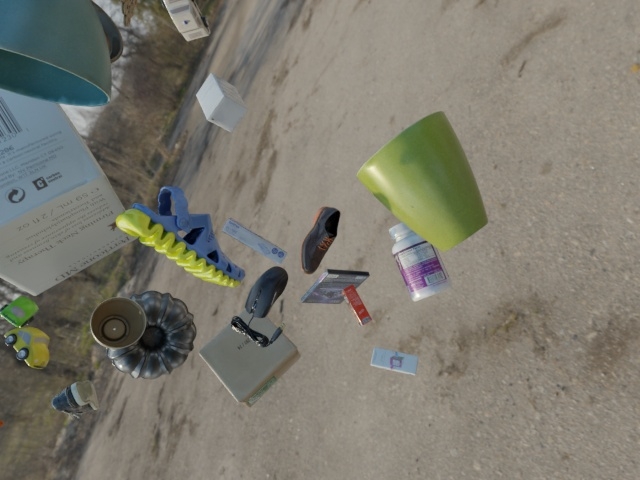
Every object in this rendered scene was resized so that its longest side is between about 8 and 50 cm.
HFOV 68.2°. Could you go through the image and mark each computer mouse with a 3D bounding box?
[{"bbox_3d":[-0.175,0.215,1.551,0.184,0.060,0.262,33,84,27],"label":"computer mouse"}]

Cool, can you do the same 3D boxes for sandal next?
[{"bbox_3d":[-0.275,-0.005,1.038,0.126,0.317,0.138,4,60,43],"label":"sandal"}]

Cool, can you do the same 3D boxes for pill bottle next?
[{"bbox_3d":[0.383,0.073,1.860,0.169,0.169,0.302,-34,73,49],"label":"pill bottle"}]

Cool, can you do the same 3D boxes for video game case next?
[{"bbox_3d":[0.059,0.200,2.008,0.274,0.196,0.026,-51,42,49],"label":"video game case"}]

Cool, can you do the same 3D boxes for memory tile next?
[{"bbox_3d":[-0.502,-0.648,1.233,0.148,0.012,0.113,113,163,-59],"label":"memory tile"}]

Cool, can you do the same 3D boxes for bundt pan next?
[{"bbox_3d":[-0.606,0.347,1.703,0.124,0.330,0.331,-6,63,68],"label":"bundt pan"}]

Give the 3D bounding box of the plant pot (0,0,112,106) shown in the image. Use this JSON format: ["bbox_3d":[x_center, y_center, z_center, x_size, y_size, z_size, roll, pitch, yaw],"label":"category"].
[{"bbox_3d":[-0.519,-0.385,0.849,0.290,0.290,0.195,3,84,63],"label":"plant pot"}]

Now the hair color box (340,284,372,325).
[{"bbox_3d":[0.125,0.230,1.671,0.043,0.141,0.072,-28,-9,-10],"label":"hair color box"}]

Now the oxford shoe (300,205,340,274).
[{"bbox_3d":[0.000,0.000,1.767,0.098,0.097,0.271,11,82,60],"label":"oxford shoe"}]

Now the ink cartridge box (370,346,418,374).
[{"bbox_3d":[0.202,0.330,1.294,0.088,0.122,0.052,68,-146,-73],"label":"ink cartridge box"}]

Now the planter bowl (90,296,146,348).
[{"bbox_3d":[-0.652,0.273,1.511,0.109,0.162,0.162,-36,38,51],"label":"planter bowl"}]

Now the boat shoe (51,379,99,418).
[{"bbox_3d":[-0.707,0.467,1.378,0.095,0.079,0.254,64,161,8],"label":"boat shoe"}]

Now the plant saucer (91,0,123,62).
[{"bbox_3d":[-0.683,-0.588,1.297,0.041,0.278,0.278,-34,39,34],"label":"plant saucer"}]

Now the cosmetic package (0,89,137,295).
[{"bbox_3d":[-0.719,-0.119,1.192,0.329,0.327,0.394,-34,-11,-19],"label":"cosmetic package"}]

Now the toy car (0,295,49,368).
[{"bbox_3d":[-0.639,0.153,0.983,0.053,0.239,0.225,-48,15,-10],"label":"toy car"}]

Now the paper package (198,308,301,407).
[{"bbox_3d":[-0.293,0.485,2.021,0.325,0.168,0.309,-42,63,-14],"label":"paper package"}]

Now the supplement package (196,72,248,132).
[{"bbox_3d":[-0.342,-0.478,1.638,0.105,0.105,0.179,-47,47,20],"label":"supplement package"}]

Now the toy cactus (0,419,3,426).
[{"bbox_3d":[-1.068,0.536,1.426,0.112,0.180,0.219,-54,-19,-50],"label":"toy cactus"}]

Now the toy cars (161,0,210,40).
[{"bbox_3d":[-0.372,-0.743,1.392,0.394,0.176,0.087,-47,40,49],"label":"toy cars"}]

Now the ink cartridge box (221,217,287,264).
[{"bbox_3d":[-0.203,0.001,1.469,0.046,0.207,0.097,-59,9,1],"label":"ink cartridge box"}]

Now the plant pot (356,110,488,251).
[{"bbox_3d":[0.289,-0.128,1.218,0.274,0.293,0.275,-34,-7,-5],"label":"plant pot"}]
